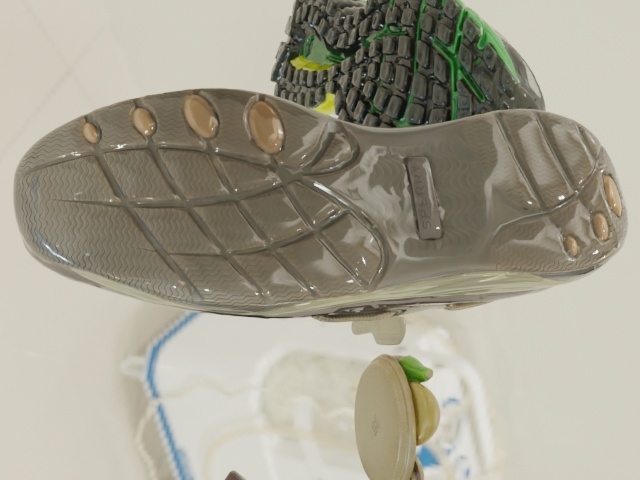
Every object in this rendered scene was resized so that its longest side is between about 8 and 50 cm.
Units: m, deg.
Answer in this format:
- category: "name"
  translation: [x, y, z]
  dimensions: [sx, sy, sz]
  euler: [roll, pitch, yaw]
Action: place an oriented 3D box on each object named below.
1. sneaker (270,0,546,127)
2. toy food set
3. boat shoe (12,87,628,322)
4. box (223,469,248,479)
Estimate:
- category: "sneaker"
  translation: [0.085, -0.127, 1.094]
  dimensions: [0.146, 0.343, 0.134]
  euler: [11, 103, -23]
- category: "toy food set"
  translation: [0.067, 0.161, 1.241]
  dimensions: [0.038, 0.132, 0.192]
  euler: [-1, 88, -20]
- category: "boat shoe"
  translation: [0.000, 0.000, 0.832]
  dimensions: [0.355, 0.130, 0.132]
  euler: [3, 66, -15]
- category: "box"
  translation: [-0.068, 0.384, 1.456]
  dimensions: [0.203, 0.167, 0.168]
  euler: [-50, 130, -5]
